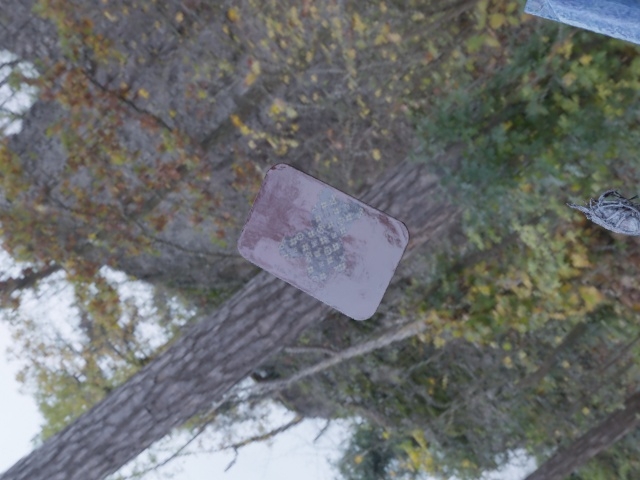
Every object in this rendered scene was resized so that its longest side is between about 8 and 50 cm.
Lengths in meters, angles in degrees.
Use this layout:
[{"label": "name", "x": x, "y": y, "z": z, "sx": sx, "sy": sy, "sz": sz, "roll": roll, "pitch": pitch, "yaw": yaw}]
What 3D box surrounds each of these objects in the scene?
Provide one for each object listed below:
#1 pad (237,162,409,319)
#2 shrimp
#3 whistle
[{"label": "pad", "x": 0.000, "y": 0.000, "z": 1.291, "sx": 0.267, "sy": 0.181, "sz": 0.004, "roll": 27, "pitch": -168, "yaw": 15}, {"label": "shrimp", "x": 0.449, "y": -0.045, "z": 1.198, "sx": 0.165, "sy": 0.065, "sz": 0.056, "roll": 18, "pitch": -160, "yaw": 35}, {"label": "whistle", "x": 0.380, "y": -0.257, "z": 0.923, "sx": 0.304, "sy": 0.062, "sz": 0.062, "roll": 29, "pitch": 174, "yaw": 31}]
